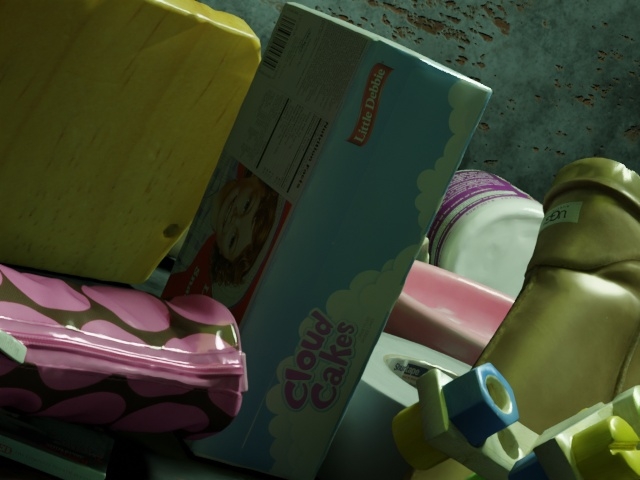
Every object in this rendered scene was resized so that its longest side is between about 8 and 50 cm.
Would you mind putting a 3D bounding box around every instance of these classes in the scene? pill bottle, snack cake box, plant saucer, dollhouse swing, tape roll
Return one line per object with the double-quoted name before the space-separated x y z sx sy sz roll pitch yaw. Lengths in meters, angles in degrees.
"pill bottle" 0.199 0.004 1.779 0.169 0.169 0.301 22 9 -15
"snack cake box" -0.013 -0.003 0.891 0.089 0.264 0.152 20 9 -27
"plant saucer" 0.166 0.113 1.298 0.332 0.084 0.332 23 9 -4
"dollhouse swing" -0.276 -0.149 1.087 0.347 0.315 0.305 14 33 -48
"tape roll" 0.081 0.134 0.965 0.219 0.072 0.219 23 7 -3

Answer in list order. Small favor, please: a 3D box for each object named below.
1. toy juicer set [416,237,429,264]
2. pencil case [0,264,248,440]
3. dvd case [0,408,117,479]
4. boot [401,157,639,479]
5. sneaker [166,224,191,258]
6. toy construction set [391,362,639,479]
"toy juicer set" 0.000 0.000 1.607 0.329 0.089 0.209 25 -10 29
"pencil case" -0.130 0.055 0.723 0.098 0.095 0.209 -16 -20 42
"dvd case" -0.151 0.094 0.767 0.087 0.013 0.119 23 7 -8
"boot" 0.168 0.117 0.820 0.236 0.269 0.089 39 -35 -15
"sneaker" -0.182 -0.036 1.304 0.229 0.087 0.092 19 14 15
"toy construction set" 0.189 0.149 0.695 0.328 0.151 0.215 -2 61 -43
